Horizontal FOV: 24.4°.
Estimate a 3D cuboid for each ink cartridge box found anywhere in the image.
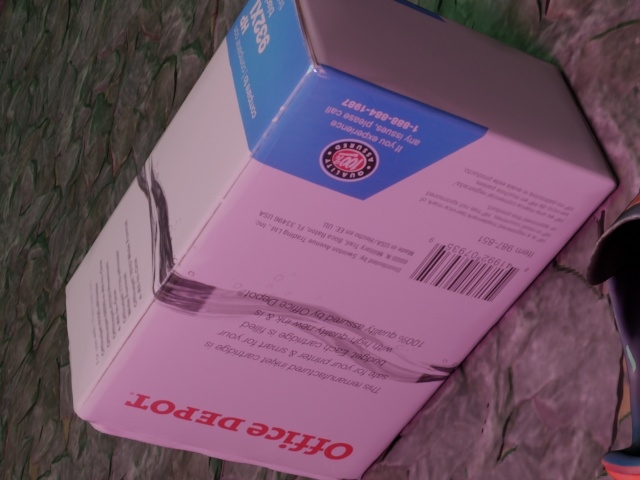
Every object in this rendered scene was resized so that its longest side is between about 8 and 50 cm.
[{"bbox_3d":[0.000,0.000,0.958,0.307,0.223,0.129,-53,34,31],"label":"ink cartridge box"}]

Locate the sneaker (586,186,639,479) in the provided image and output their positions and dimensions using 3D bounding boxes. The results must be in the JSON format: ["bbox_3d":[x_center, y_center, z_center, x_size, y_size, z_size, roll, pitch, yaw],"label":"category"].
[{"bbox_3d":[0.204,-0.030,0.704,0.131,0.148,0.350,-21,57,55],"label":"sneaker"}]
